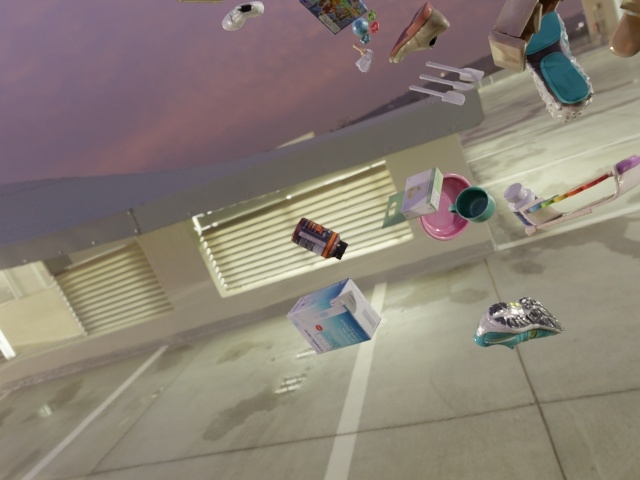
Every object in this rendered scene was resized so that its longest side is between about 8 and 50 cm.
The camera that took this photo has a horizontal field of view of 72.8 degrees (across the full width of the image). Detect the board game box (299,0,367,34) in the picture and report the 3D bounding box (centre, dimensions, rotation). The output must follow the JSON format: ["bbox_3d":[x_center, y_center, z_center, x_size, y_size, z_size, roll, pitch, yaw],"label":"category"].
[{"bbox_3d":[0.041,-0.739,1.352,0.136,0.035,0.201,-24,-19,28],"label":"board game box"}]

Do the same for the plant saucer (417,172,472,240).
[{"bbox_3d":[0.608,-0.167,2.146,0.332,0.332,0.084,-25,19,-14],"label":"plant saucer"}]

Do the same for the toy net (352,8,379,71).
[{"bbox_3d":[0.191,-0.796,1.754,0.122,0.232,0.045,-7,1,30],"label":"toy net"}]

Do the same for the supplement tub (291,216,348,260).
[{"bbox_3d":[0.000,0.000,1.584,0.106,0.198,0.106,26,-90,-88],"label":"supplement tub"}]

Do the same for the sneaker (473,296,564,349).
[{"bbox_3d":[0.485,0.209,1.070,0.275,0.110,0.107,4,37,-28],"label":"sneaker"}]

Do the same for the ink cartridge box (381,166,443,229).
[{"bbox_3d":[0.309,-0.146,1.528,0.235,0.056,0.171,-17,43,41],"label":"ink cartridge box"}]

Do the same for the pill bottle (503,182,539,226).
[{"bbox_3d":[0.707,-0.118,1.490,0.094,0.169,0.094,-43,21,21],"label":"pill bottle"}]

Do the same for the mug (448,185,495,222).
[{"bbox_3d":[0.589,-0.137,1.666,0.097,0.129,0.158,17,13,-45],"label":"mug"}]

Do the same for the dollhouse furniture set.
[{"bbox_3d":[0.550,-0.400,0.772,0.394,0.256,0.362,29,17,20],"label":"dollhouse furniture set"}]

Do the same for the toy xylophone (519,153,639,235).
[{"bbox_3d":[0.688,-0.113,1.174,0.236,0.081,0.323,-22,-7,-35],"label":"toy xylophone"}]

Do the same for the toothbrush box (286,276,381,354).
[{"bbox_3d":[0.049,0.300,1.690,0.295,0.216,0.126,-26,15,41],"label":"toothbrush box"}]

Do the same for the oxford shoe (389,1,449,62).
[{"bbox_3d":[0.369,-0.760,1.673,0.123,0.130,0.348,-62,9,-6],"label":"oxford shoe"}]

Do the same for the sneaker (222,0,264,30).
[{"bbox_3d":[-0.352,-0.972,1.863,0.212,0.080,0.094,-14,13,28],"label":"sneaker"}]

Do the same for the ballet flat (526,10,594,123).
[{"bbox_3d":[0.646,-0.510,1.252,0.147,0.409,0.147,-9,-20,-3],"label":"ballet flat"}]

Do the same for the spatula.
[{"bbox_3d":[0.476,-0.607,1.658,0.242,0.019,0.168,30,84,35],"label":"spatula"}]

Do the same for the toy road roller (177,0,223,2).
[{"bbox_3d":[-0.405,-0.810,1.248,0.202,0.329,0.240,-19,0,-34],"label":"toy road roller"}]
